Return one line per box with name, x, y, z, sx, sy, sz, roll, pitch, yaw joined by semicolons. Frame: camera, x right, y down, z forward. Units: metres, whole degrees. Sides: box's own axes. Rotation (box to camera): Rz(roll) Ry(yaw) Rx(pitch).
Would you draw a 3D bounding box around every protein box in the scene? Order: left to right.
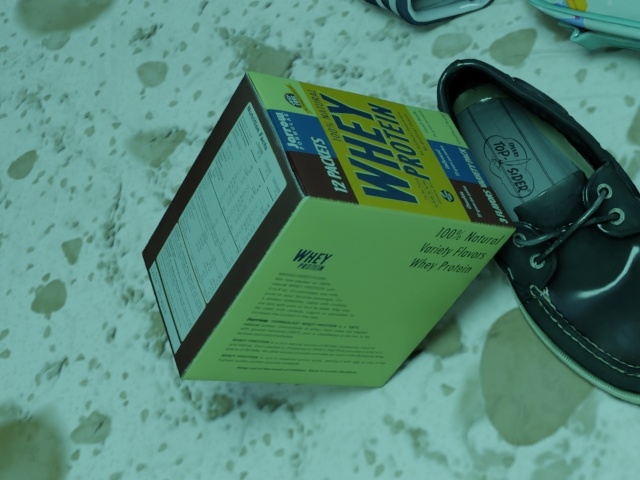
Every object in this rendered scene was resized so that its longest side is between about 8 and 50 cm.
protein box;0.000;0.000;0.874;0.201;0.200;0.136;-55;44;34

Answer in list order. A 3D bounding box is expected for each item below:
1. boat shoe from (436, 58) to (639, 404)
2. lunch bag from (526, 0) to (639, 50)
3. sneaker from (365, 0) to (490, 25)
boat shoe;0.185;-0.025;0.877;0.127;0.113;0.340;-29;53;13
lunch bag;0.303;-0.252;0.904;0.279;0.108;0.224;27;104;46
sneaker;0.145;-0.332;1.081;0.282;0.099;0.153;-49;45;7
